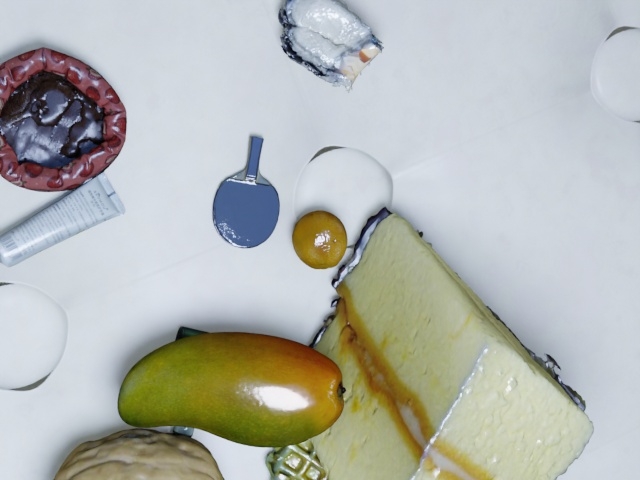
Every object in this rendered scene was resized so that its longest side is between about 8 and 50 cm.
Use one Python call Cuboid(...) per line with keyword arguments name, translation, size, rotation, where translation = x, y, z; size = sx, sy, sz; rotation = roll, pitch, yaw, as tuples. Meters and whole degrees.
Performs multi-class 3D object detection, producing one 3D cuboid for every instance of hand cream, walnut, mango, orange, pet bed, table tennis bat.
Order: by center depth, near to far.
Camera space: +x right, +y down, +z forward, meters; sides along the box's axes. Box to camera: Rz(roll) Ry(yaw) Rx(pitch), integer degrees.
Cuboid(name="walnut", translation=(-0.235, 0.341, 1.420), size=(0.244, 0.198, 0.198), rotation=(1, 91, -5))
Cuboid(name="mango", translation=(-0.112, 0.190, 1.423), size=(0.289, 0.129, 0.146), rotation=(11, 101, -5))
Cuboid(name="pet bed", translation=(-0.361, -0.159, 1.454), size=(0.201, 0.053, 0.201), rotation=(0, 88, -9))
Cuboid(name="hand cream", translation=(-0.361, -0.019, 1.465), size=(0.194, 0.042, 0.067), rotation=(-31, 90, -16))
Cuboid(name="orange", translation=(0.000, 0.000, 1.529), size=(0.085, 0.085, 0.085), rotation=(0, 91, -13))
Cuboid(name="table tennis bat", translation=(-0.101, -0.067, 1.536), size=(0.095, 0.014, 0.158), rotation=(8, 91, -12))

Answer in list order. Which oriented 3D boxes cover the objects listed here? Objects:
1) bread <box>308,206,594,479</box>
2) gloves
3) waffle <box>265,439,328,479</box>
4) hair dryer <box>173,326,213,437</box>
Cuboid(name="bread", translation=(0.140, 0.221, 1.479), size=(0.242, 0.405, 0.346), rotation=(34, 100, -36))
Cuboid(name="gloves", translation=(0.006, -0.284, 1.529), size=(0.153, 0.070, 0.114), rotation=(41, 88, -10))
Cuboid(name="waffle", translation=(0.030, 0.342, 1.552), size=(0.207, 0.054, 0.214), rotation=(-10, 92, -14))
Cuboid(name="hair dryer", translation=(-0.172, 0.222, 1.512), size=(0.100, 0.057, 0.198), rotation=(16, 96, -13))
